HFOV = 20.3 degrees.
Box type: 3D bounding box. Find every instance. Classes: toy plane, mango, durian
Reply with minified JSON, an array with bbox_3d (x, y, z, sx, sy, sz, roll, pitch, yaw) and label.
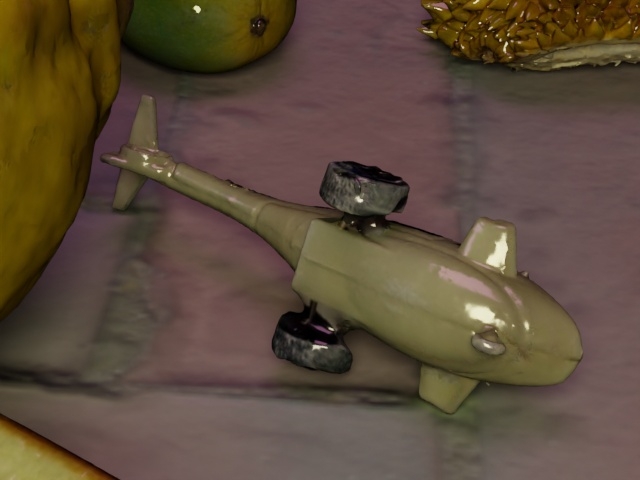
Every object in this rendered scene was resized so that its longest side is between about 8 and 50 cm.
[{"bbox_3d":[0.000,0.000,0.825,0.286,0.092,0.108,22,13,30],"label":"toy plane"},{"bbox_3d":[-0.078,-0.163,1.106,0.122,0.085,0.191,-6,31,-9],"label":"mango"},{"bbox_3d":[0.182,-0.171,1.105,0.249,0.138,0.183,-5,38,-1],"label":"durian"}]

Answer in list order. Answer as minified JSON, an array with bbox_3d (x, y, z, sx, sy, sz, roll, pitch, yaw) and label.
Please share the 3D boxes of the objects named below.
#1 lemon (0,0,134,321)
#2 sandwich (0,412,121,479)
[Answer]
[{"bbox_3d":[-0.239,-0.041,0.694,0.316,0.285,0.285,13,26,-17],"label":"lemon"},{"bbox_3d":[-0.084,0.130,0.578,0.244,0.088,0.090,26,45,30],"label":"sandwich"}]
